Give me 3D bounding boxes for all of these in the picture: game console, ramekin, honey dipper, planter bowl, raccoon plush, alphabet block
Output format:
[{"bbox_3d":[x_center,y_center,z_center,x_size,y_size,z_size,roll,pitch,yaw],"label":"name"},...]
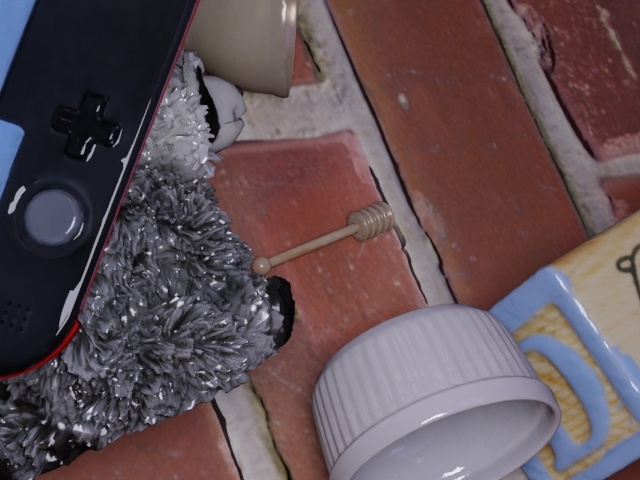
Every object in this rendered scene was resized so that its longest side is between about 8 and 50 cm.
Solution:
[{"bbox_3d":[-0.308,-0.108,1.226,0.387,0.060,0.342,19,87,7],"label":"game console"},{"bbox_3d":[0.091,0.143,1.479,0.207,0.207,0.109,-3,56,-31],"label":"ramekin"},{"bbox_3d":[0.000,0.000,1.618,0.161,0.030,0.030,-21,75,-33],"label":"honey dipper"},{"bbox_3d":[-0.079,-0.217,1.630,0.109,0.162,0.162,3,58,3],"label":"planter bowl"},{"bbox_3d":[-0.205,0.008,1.303,0.446,0.216,0.299,-38,108,-47],"label":"raccoon plush"},{"bbox_3d":[0.272,0.101,1.610,0.197,0.193,0.192,-28,81,-38],"label":"alphabet block"}]
